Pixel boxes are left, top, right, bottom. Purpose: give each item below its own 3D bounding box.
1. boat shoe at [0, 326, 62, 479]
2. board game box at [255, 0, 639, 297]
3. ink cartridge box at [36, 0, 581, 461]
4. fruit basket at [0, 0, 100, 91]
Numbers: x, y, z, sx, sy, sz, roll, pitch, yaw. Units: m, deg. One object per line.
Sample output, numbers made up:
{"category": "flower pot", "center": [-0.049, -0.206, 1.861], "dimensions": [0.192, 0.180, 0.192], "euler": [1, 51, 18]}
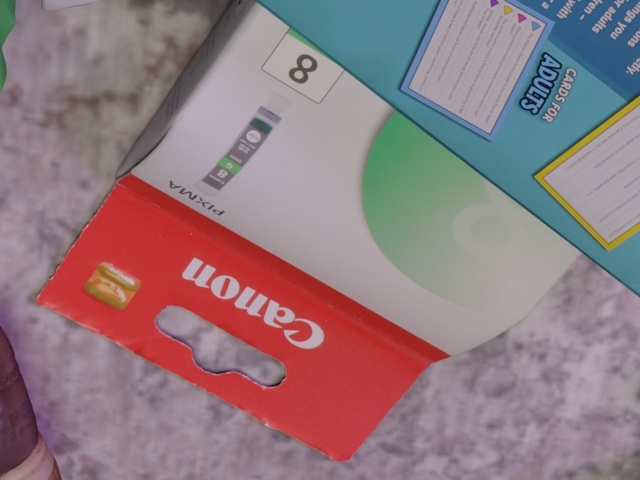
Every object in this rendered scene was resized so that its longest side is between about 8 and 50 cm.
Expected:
{"category": "boat shoe", "center": [-0.298, 0.106, 0.865], "dimensions": [0.342, 0.123, 0.123], "euler": [-11, 111, 3]}
{"category": "board game box", "center": [0.142, -0.106, 0.653], "dimensions": [0.336, 0.079, 0.254], "euler": [38, 135, -1]}
{"category": "ink cartridge box", "center": [0.000, 0.000, 0.829], "dimensions": [0.181, 0.056, 0.224], "euler": [30, 115, -15]}
{"category": "fruit basket", "center": [-0.252, -0.165, 0.614], "dimensions": [0.327, 0.165, 0.353], "euler": [-9, 149, 11]}
